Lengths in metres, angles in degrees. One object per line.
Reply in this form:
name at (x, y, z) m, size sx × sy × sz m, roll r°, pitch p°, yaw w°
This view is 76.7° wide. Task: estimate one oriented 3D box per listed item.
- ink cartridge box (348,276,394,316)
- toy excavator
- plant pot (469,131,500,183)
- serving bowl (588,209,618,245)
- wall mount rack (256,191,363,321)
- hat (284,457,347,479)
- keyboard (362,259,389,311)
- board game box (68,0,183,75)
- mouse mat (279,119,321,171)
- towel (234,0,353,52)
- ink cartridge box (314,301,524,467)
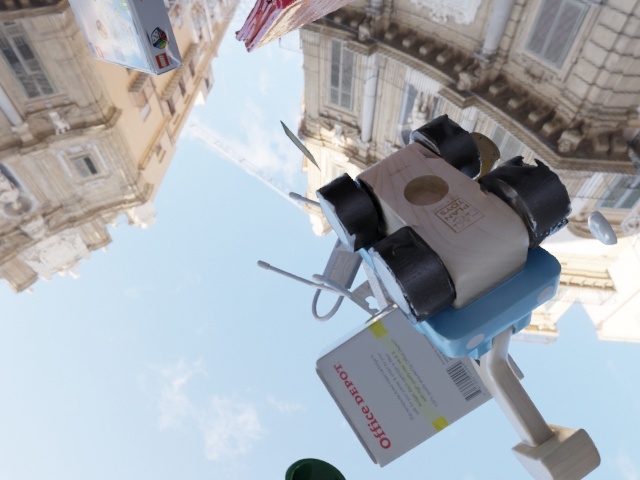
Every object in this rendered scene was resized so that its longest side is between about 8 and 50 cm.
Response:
ink cartridge box at (0.328, 0.176, 1.453) m, size 0.384 × 0.091 × 0.308 m, roll -32°, pitch -156°, yaw -15°
toy excavator at (0.229, 0.106, 0.602) m, size 0.222 × 0.445 × 0.433 m, roll -32°, pitch -134°, yaw -5°
plant pot at (0.436, -0.213, 1.291) m, size 0.236 × 0.254 × 0.238 m, roll 12°, pitch -127°, yaw -17°
serving bowl at (0.607, -0.023, 0.880) m, size 0.027 × 0.083 × 0.084 m, roll -29°, pitch -131°, yaw 20°
wall mount rack at (0.000, 0.000, 0.965) m, size 0.304 × 0.130 × 0.351 m, roll 5°, pitch -112°, yaw 58°
hat at (-0.040, 0.718, 1.070) m, size 0.208 × 0.184 × 0.172 m, roll 7°, pitch -166°, yaw -44°
keyboard at (0.158, 0.120, 1.195) m, size 0.014 × 0.072 × 0.256 m, roll -20°, pitch -97°, yaw -10°
board game box at (-0.301, -0.391, 0.531) m, size 0.192 × 0.306 × 0.053 m, roll 26°, pitch -130°, yaw 32°
mouse mat at (-0.068, -0.327, 1.396) m, size 0.007 × 0.189 × 0.153 m, roll -39°, pitch -143°, yaw 14°
towel at (0.032, -0.316, 0.490) m, size 0.274 × 0.031 × 0.199 m, roll -32°, pitch -159°, yaw -12°
ink cartridge box at (0.218, 0.292, 0.971) m, size 0.384 × 0.160 × 0.279 m, roll -33°, pitch -96°, yaw 3°
